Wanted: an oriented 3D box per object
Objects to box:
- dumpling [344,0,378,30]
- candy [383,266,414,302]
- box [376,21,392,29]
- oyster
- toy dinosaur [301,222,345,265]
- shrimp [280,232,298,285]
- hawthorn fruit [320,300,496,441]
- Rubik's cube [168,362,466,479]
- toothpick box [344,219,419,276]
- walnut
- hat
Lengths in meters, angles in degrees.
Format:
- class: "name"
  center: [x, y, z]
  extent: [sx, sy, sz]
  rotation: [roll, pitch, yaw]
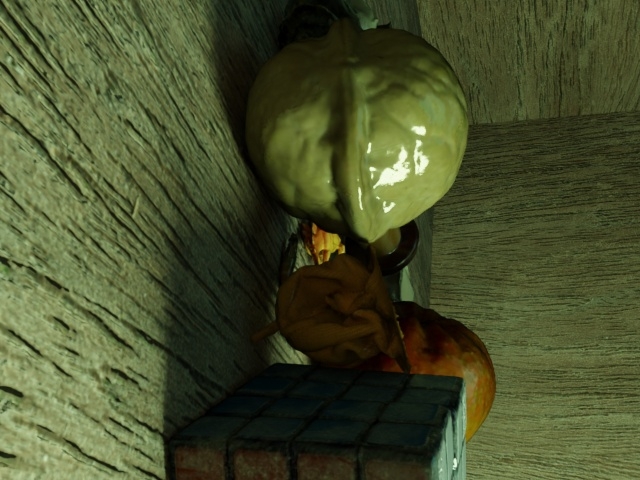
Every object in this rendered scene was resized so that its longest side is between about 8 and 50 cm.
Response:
- class: "dumpling"
  center: [0.038, -0.442, 1.267]
  extent: [0.293, 0.163, 0.205]
  rotation: [82, -3, -45]
- class: "candy"
  center: [0.196, 0.172, 1.712]
  extent: [0.195, 0.137, 0.185]
  rotation: [69, 26, -43]
- class: "box"
  center: [0.122, -0.410, 1.525]
  extent: [0.184, 0.143, 0.274]
  rotation: [60, 33, -57]
- class: "oyster"
  center: [0.047, -0.335, 1.149]
  extent: [0.351, 0.162, 0.158]
  rotation: [41, 71, -39]
- class: "toy dinosaur"
  center: [0.000, 0.000, 1.228]
  extent: [0.288, 0.070, 0.117]
  rotation: [-23, 100, -75]
- class: "shrimp"
  center: [-0.053, 0.050, 1.118]
  extent: [0.091, 0.025, 0.127]
  rotation: [37, 58, -68]
- class: "hawthorn fruit"
  center: [0.174, 0.337, 1.276]
  extent: [0.403, 0.402, 0.403]
  rotation: [-2, 90, -72]
- class: "Rubik's cube"
  center: [0.027, 0.384, 0.815]
  extent: [0.337, 0.344, 0.344]
  rotation: [-9, 98, -71]
- class: "toothpick box"
  center: [0.127, -0.040, 1.391]
  extent: [0.294, 0.192, 0.192]
  rotation: [57, 35, -55]
- class: "walnut"
  center: [0.059, -0.172, 0.956]
  extent: [0.381, 0.381, 0.382]
  rotation: [-2, 90, -72]
- class: "hat"
  center: [0.000, 0.141, 0.948]
  extent: [0.234, 0.233, 0.244]
  rotation: [76, -2, -50]
